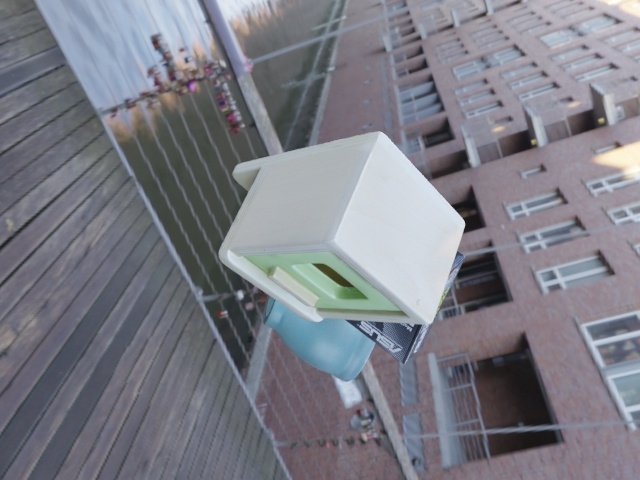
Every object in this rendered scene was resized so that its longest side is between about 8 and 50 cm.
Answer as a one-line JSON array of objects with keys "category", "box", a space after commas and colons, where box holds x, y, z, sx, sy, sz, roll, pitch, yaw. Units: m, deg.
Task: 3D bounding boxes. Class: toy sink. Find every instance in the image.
[{"category": "toy sink", "box": [0.000, 0.000, 0.653, 0.153, 0.234, 0.131, 41, 62, -34]}]

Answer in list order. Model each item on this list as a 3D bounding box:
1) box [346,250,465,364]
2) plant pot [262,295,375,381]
[{"category": "box", "box": [0.075, 0.041, 1.013, 0.060, 0.270, 0.216, -32, 149, -42]}, {"category": "plant pot", "box": [0.001, 0.113, 1.252, 0.293, 0.196, 0.293, -162, -90, -81]}]
